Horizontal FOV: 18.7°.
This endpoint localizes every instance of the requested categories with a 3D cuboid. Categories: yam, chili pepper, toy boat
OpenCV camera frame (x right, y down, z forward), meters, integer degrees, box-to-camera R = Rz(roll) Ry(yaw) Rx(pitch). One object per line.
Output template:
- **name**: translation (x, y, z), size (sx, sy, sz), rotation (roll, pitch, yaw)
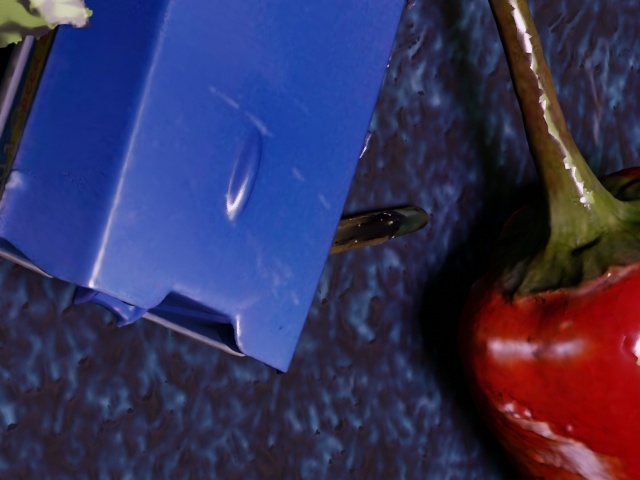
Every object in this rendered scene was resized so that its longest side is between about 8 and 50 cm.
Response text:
- **yam**: translation (0.000, 0.000, 0.742), size (0.107, 0.014, 0.014), rotation (-12, 110, -36)
- **chili pepper**: translation (0.122, 0.044, 0.776), size (0.131, 0.134, 0.338), rotation (-43, 127, -5)
- **toy boat**: translation (-0.022, -0.111, 0.655), size (0.129, 0.088, 0.295), rotation (26, 75, -40)

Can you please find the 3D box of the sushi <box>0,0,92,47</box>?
- **sushi**: translation (-0.203, -0.173, 0.511), size (0.264, 0.050, 0.290), rotation (-16, 115, -19)
